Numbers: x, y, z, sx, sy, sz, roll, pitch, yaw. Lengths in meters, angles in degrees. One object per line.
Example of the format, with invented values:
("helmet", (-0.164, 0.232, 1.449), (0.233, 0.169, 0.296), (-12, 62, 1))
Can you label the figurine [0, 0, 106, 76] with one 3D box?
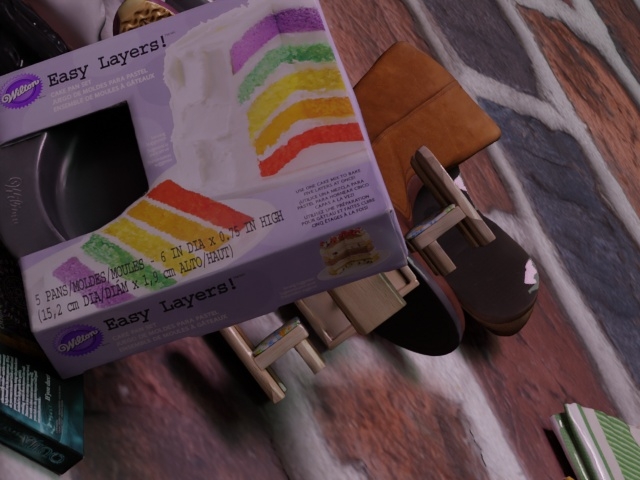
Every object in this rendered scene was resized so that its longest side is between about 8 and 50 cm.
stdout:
("figurine", (-0.234, -0.176, 1.512), (0.209, 0.092, 0.215), (38, 26, -44))

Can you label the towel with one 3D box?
("towel", (0.369, 0.298, 1.930), (0.325, 0.038, 0.248), (21, 40, -51))

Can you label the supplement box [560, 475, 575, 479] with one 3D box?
("supplement box", (0.170, 0.318, 1.372), (0.129, 0.191, 0.194), (34, 30, -33))

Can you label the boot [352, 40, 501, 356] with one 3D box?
("boot", (0.092, -0.044, 1.789), (0.264, 0.096, 0.280), (42, 41, 9))

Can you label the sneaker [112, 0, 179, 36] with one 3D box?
("sneaker", (-0.137, -0.169, 1.658), (0.084, 0.069, 0.185), (55, 3, 39))

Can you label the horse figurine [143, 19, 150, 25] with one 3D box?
("horse figurine", (-0.117, -0.048, 1.401), (0.066, 0.174, 0.263), (51, 10, -47))

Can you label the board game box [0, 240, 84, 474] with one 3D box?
("board game box", (-0.216, 0.059, 1.270), (0.126, 0.026, 0.186), (35, 30, -31))

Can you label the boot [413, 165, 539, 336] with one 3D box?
("boot", (0.111, -0.025, 1.899), (0.305, 0.112, 0.115), (55, -6, 20))

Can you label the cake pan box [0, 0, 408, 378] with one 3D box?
("cake pan box", (-0.097, -0.050, 1.306), (0.070, 0.267, 0.245), (68, 5, -50))

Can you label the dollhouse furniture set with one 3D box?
("dollhouse furniture set", (0.000, 0.000, 1.515), (0.161, 0.212, 0.242), (53, -2, 1))

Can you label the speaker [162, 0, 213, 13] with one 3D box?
("speaker", (-0.116, -0.205, 1.771), (0.136, 0.055, 0.055), (37, 28, -30))
